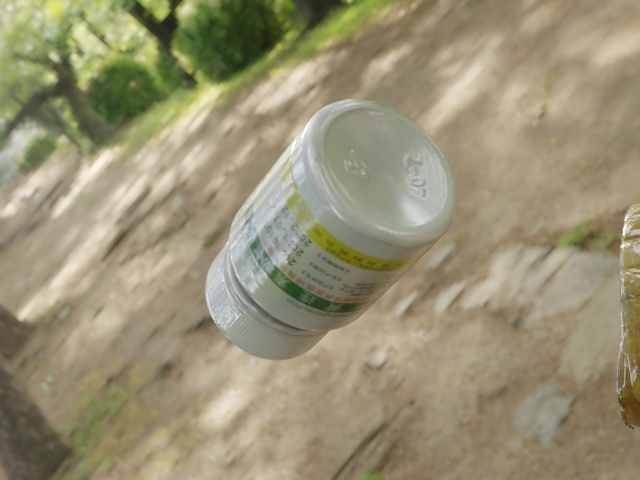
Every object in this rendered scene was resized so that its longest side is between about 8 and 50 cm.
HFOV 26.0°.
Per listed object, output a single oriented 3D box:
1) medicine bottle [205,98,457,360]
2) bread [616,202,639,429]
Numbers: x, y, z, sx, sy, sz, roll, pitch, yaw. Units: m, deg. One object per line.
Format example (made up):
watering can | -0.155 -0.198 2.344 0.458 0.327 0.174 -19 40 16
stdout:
medicine bottle | 0.000 0.000 1.723 0.339 0.208 0.208 -49 9 47
bread | 0.331 0.074 1.333 0.070 0.236 0.236 -1 34 19
